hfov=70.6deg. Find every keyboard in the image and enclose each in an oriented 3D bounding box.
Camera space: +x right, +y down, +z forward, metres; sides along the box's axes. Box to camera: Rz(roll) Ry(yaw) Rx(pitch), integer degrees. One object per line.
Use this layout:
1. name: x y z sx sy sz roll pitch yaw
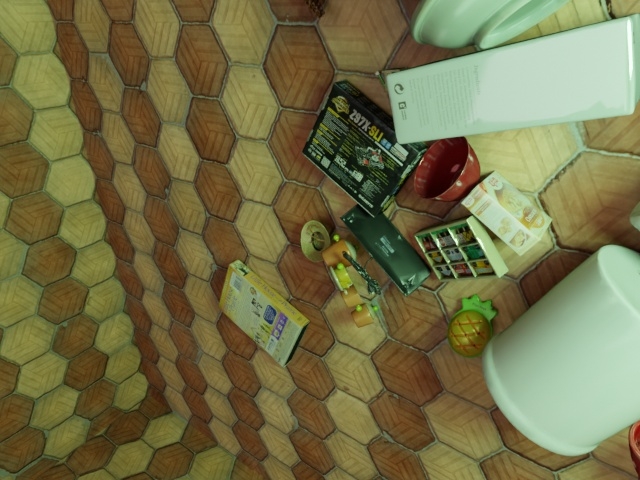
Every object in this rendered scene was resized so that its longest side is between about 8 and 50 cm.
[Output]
1. keyboard: 0.171 0.041 1.379 0.317 0.201 0.033 51 167 7

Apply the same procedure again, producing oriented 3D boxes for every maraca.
1. maraca: 0.442 0.252 1.322 0.127 0.099 0.186 22 99 27

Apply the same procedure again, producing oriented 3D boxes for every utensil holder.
1. utensil holder: 0.616 0.249 1.017 0.327 0.327 0.385 41 131 15

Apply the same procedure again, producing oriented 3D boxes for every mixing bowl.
1. mixing bowl: 0.337 -0.168 1.151 0.098 0.181 0.181 25 141 -26

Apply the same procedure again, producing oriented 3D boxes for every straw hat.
1. straw hat: 0.000 0.000 1.572 0.144 0.061 0.144 6 100 39

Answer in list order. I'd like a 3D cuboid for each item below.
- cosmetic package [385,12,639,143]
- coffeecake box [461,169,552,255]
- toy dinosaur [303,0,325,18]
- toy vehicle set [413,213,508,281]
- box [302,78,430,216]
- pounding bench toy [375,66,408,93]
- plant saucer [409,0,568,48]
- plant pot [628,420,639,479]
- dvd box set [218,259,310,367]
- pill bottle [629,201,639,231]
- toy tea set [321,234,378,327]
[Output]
1. cosmetic package: 0.397 -0.329 0.953 0.453 0.230 0.161 1 114 40
2. coffeecake box: 0.455 -0.071 1.101 0.185 0.142 0.068 45 132 12
3. toy dinosaur: -0.050 -0.758 1.182 0.322 0.164 0.218 50 152 -19
4. toy vehicle set: 0.367 0.028 1.221 0.166 0.035 0.267 59 161 -2
5. box: 0.119 -0.264 1.322 0.322 0.079 0.257 43 131 14
6. pounding bench toy: 0.186 -0.420 1.199 0.083 0.052 0.065 11 119 35
7. plant saucer: 0.358 -0.446 0.797 0.400 0.400 0.100 -28 90 44
8. plant pot: 0.851 0.540 1.077 0.191 0.191 0.174 1 120 39
9. dvd box set: -0.258 0.318 1.954 0.420 0.062 0.308 38 132 18
10. pill bottle: 0.776 0.007 0.860 0.301 0.169 0.169 46 133 12
11. toy tea set: 0.117 0.138 1.501 0.336 0.124 0.200 63 180 -42
